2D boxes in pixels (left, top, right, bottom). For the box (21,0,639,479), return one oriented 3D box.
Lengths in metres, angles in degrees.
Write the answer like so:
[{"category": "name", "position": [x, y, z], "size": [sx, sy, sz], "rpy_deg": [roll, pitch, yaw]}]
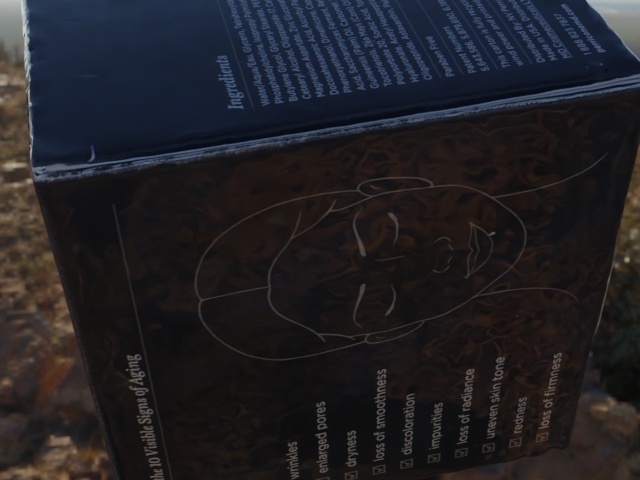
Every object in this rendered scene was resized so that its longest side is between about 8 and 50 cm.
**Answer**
[{"category": "box", "position": [0.000, 0.000, 0.981], "size": [0.471, 0.480, 0.297], "rpy_deg": [-11, 43, -10]}]
